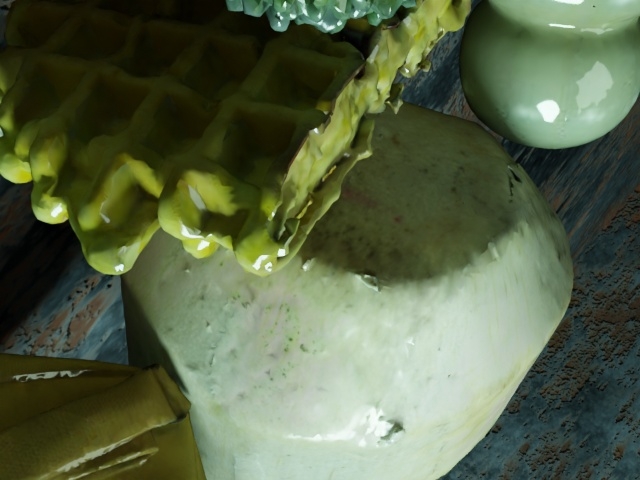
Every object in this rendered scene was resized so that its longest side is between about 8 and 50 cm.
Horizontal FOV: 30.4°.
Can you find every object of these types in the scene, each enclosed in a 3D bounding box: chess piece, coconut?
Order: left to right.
[{"bbox_3d":[0.013,0.039,0.892,0.352,0.352,0.353,-44,158,-23],"label":"coconut"},{"bbox_3d":[0.170,-0.214,0.766,0.182,0.182,0.330,-32,136,-45],"label":"chess piece"}]

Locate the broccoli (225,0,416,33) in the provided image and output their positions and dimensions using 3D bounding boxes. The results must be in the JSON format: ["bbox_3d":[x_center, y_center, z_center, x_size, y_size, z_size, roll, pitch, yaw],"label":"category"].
[{"bbox_3d":[0.007,-0.256,0.520,0.317,0.277,0.339,-4,121,-39],"label":"broccoli"}]

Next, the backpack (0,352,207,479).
[{"bbox_3d":[-0.229,0.223,0.716,0.378,0.354,0.201,11,156,-32],"label":"backpack"}]

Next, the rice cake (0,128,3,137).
[{"bbox_3d":[-0.151,-0.092,0.724,0.256,0.057,0.052,-25,163,-52],"label":"rice cake"}]

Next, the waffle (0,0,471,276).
[{"bbox_3d":[-0.040,-0.106,0.624,0.283,0.309,0.065,-16,136,-8],"label":"waffle"}]
